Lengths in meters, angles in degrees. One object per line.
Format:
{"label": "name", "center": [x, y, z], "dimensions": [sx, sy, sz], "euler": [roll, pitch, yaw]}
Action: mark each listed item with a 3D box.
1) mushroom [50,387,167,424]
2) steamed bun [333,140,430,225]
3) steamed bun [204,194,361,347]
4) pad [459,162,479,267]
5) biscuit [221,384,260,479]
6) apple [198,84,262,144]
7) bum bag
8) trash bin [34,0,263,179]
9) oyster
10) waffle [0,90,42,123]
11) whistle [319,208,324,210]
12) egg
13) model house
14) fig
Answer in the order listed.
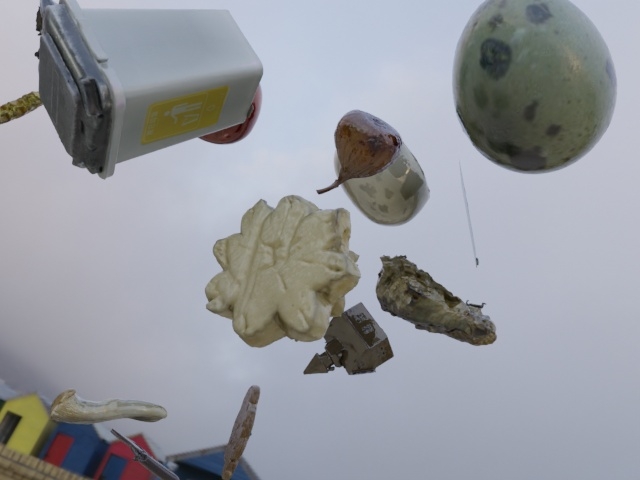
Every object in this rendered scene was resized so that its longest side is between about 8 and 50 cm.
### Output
{"label": "mushroom", "center": [-0.365, 0.294, 1.161], "dimensions": [0.202, 0.054, 0.059], "euler": [14, -29, -33]}
{"label": "steamed bun", "center": [0.170, -0.184, 2.003], "dimensions": [0.324, 0.206, 0.324], "euler": [54, -5, 6]}
{"label": "steamed bun", "center": [-0.047, 0.062, 1.166], "dimensions": [0.292, 0.295, 0.137], "euler": [51, 5, 39]}
{"label": "pad", "center": [0.403, -0.072, 1.807], "dimensions": [0.009, 0.265, 0.159], "euler": [-10, -23, 11]}
{"label": "biscuit", "center": [-0.235, 0.579, 2.013], "dimensions": [0.041, 0.290, 0.208], "euler": [21, -27, -9]}
{"label": "apple", "center": [-0.289, -0.407, 1.921], "dimensions": [0.261, 0.216, 0.260], "euler": [2, -55, 3]}
{"label": "bum bag", "center": [-0.354, 0.429, 1.323], "dimensions": [0.159, 0.026, 0.109], "euler": [12, -33, 48]}
{"label": "trash bin", "center": [-0.325, -0.317, 1.255], "dimensions": [0.296, 0.368, 0.256], "euler": [57, -34, 20]}
{"label": "oyster", "center": [0.271, 0.158, 1.597], "dimensions": [0.337, 0.133, 0.198], "euler": [22, -19, 28]}
{"label": "waffle", "center": [-0.781, -0.324, 1.666], "dimensions": [0.149, 0.194, 0.051], "euler": [17, -51, 66]}
{"label": "whistle", "center": [0.000, 0.000, 1.797], "dimensions": [0.093, 0.269, 0.180], "euler": [-20, -53, 7]}
{"label": "egg", "center": [0.463, -0.346, 1.474], "dimensions": [0.345, 0.345, 0.428], "euler": [0, -41, 37]}
{"label": "model house", "center": [0.064, 0.328, 1.907], "dimensions": [0.181, 0.248, 0.176], "euler": [54, -11, 48]}
{"label": "fig", "center": [0.079, -0.169, 1.421], "dimensions": [0.146, 0.201, 0.134], "euler": [36, 15, 28]}
